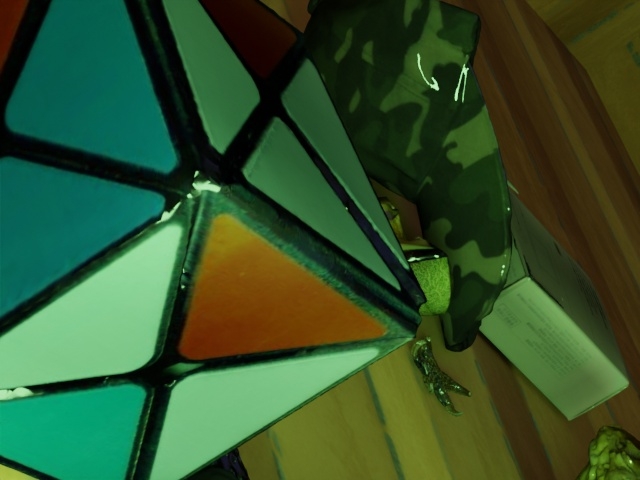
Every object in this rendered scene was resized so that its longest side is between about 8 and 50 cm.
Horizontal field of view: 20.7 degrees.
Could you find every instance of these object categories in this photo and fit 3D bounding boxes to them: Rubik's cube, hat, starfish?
[{"bbox_3d":[-0.122,-0.020,1.046,0.250,0.246,0.248,34,29,-51],"label":"Rubik's cube"},{"bbox_3d":[0.082,-0.079,1.916,0.366,0.257,0.382,92,6,-72],"label":"hat"},{"bbox_3d":[0.123,0.141,1.788,0.078,0.028,0.091,14,48,-57],"label":"starfish"}]

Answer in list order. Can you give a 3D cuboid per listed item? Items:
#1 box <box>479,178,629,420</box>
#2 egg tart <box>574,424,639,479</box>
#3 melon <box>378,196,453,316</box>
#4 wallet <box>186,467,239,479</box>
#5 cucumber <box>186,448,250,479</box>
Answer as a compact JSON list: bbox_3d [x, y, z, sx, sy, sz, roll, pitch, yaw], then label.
[{"bbox_3d":[0.262,0.068,2.161,0.251,0.106,0.203,43,21,-35],"label":"box"},{"bbox_3d":[0.332,0.358,1.763,0.339,0.153,0.351,51,18,-19],"label":"egg tart"},{"bbox_3d":[0.075,0.031,1.780,0.160,0.079,0.128,44,-23,59],"label":"melon"},{"bbox_3d":[-0.054,0.274,0.967,0.197,0.051,0.377,61,15,-9],"label":"wallet"},{"bbox_3d":[-0.081,0.140,1.191,0.052,0.058,0.215,2,59,-54],"label":"cucumber"}]
